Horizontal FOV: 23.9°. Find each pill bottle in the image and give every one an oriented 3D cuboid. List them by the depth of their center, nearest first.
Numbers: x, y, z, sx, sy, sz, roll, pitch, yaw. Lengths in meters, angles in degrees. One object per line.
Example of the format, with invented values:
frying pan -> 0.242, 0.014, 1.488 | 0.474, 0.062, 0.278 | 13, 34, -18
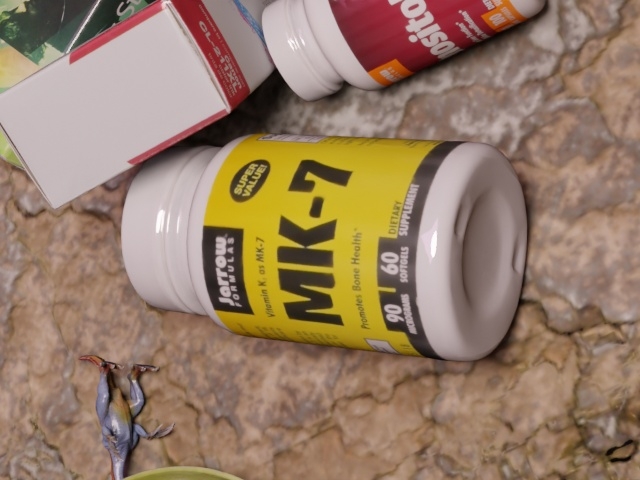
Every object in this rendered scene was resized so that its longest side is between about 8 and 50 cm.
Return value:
pill bottle -> 0.000, 0.000, 0.851 | 0.208, 0.119, 0.119 | 4, 81, 30
pill bottle -> 0.046, -0.140, 0.877 | 0.152, 0.086, 0.086 | -24, 68, 23

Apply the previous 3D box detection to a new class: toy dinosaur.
toy dinosaur -> -0.122, 0.118, 0.949 | 0.090, 0.047, 0.082 | 8, 91, 63

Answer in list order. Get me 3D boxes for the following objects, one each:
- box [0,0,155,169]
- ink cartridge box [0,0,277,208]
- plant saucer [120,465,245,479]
box -> -0.192, -0.237, 1.045 | 0.232, 0.058, 0.322 | 35, 97, 30
ink cartridge box -> -0.095, -0.101, 0.891 | 0.127, 0.175, 0.072 | -27, 101, 21
plant saucer -> -0.077, 0.254, 0.882 | 0.241, 0.037, 0.241 | -6, 77, 27
